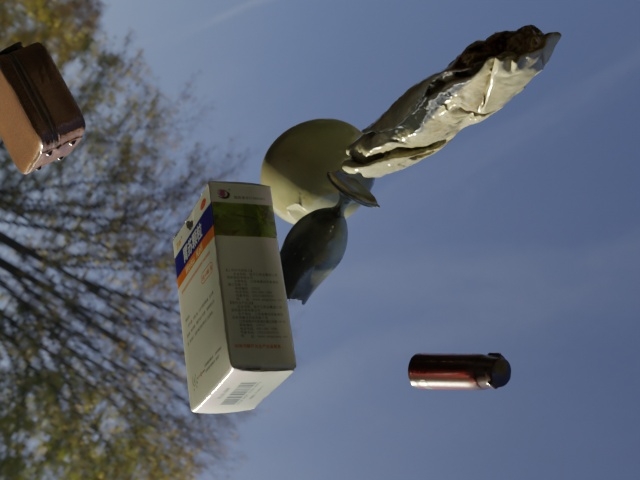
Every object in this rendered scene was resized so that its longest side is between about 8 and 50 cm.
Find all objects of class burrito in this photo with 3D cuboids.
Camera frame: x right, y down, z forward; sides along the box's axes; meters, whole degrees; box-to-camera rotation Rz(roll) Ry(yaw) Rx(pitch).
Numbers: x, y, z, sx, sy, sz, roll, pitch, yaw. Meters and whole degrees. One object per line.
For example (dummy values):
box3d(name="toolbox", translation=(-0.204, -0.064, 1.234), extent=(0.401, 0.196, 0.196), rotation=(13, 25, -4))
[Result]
box3d(name="burrito", translation=(0.151, -0.169, 1.300), extent=(0.392, 0.117, 0.076), rotation=(-35, -116, 57))

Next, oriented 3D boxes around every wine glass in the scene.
box3d(name="wine glass", translation=(0.000, 0.000, 1.636), extent=(0.222, 0.103, 0.103), rotation=(-57, -154, 21))

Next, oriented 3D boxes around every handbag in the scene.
box3d(name="handbag", translation=(-0.382, -0.175, 1.326), extent=(0.072, 0.151, 0.193), rotation=(-28, -175, -23))

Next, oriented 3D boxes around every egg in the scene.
box3d(name="egg", translation=(-0.005, -0.135, 2.036), extent=(0.269, 0.219, 0.219), rotation=(-21, -138, 56))

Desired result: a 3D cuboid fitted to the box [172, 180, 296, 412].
box3d(name="box", translation=(-0.136, 0.088, 1.521), extent=(0.200, 0.106, 0.299), rotation=(131, -46, -54))

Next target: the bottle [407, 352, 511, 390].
box3d(name="bottle", translation=(0.208, 0.194, 1.499), extent=(0.164, 0.060, 0.060), rotation=(-7, -127, 48))
